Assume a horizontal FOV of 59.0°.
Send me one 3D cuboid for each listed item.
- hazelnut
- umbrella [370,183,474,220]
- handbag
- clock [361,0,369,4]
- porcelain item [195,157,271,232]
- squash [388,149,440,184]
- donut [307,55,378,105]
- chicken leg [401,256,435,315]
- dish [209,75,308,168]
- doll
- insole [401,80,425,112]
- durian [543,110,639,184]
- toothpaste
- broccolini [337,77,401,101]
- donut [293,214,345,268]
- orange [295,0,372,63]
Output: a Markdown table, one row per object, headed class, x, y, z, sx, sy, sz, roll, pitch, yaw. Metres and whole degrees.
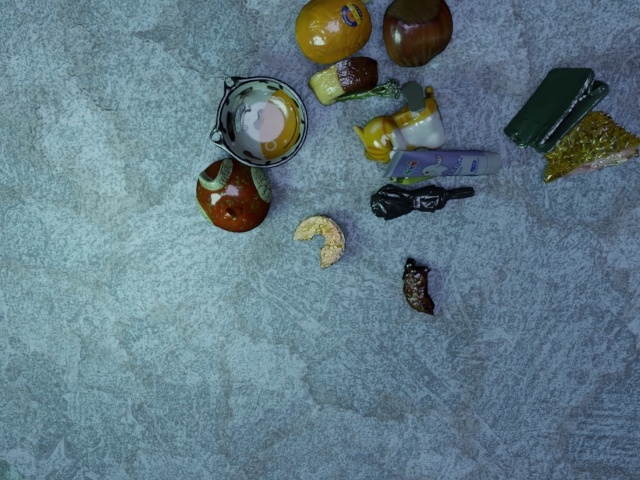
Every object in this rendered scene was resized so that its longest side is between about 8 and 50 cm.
| class | x | y | z | sx | sy | sz | roll | pitch | yaw |
| --- | --- | --- | --- | --- | --- | --- | --- | --- | --- |
| hazelnut | 0.271 | -0.613 | 1.635 | 0.210 | 0.210 | 0.186 | -33 | 80 | 10 |
| umbrella | 0.328 | -0.135 | 1.815 | 0.341 | 0.118 | 0.117 | -10 | 107 | -6 |
| handbag | 0.679 | -0.378 | 1.654 | 0.079 | 0.247 | 0.260 | 33 | 103 | -15 |
| clock | 0.138 | -0.805 | 1.610 | 0.232 | 0.069 | 0.170 | -42 | 117 | 12 |
| porcelain item | -0.273 | -0.130 | 1.753 | 0.253 | 0.253 | 0.252 | 0 | 107 | 1 |
| squash | 0.297 | -0.220 | 1.799 | 0.200 | 0.075 | 0.090 | -20 | 126 | -15 |
| donut | 0.065 | -0.469 | 1.679 | 0.217 | 0.141 | 0.085 | -18 | 89 | 19 |
| chicken leg | 0.331 | 0.161 | 1.919 | 0.105 | 0.063 | 0.233 | -7 | 109 | 8 |
| dish | -0.178 | -0.364 | 1.736 | 0.304 | 0.120 | 0.302 | 0 | 105 | 0 |
| doll | 0.255 | -0.332 | 1.721 | 0.270 | 0.162 | 0.166 | -24 | 125 | 3 |
| insole | 0.277 | -0.428 | 1.680 | 0.063 | 0.191 | 0.010 | -20 | 129 | 14 |
| durian | 0.821 | -0.312 | 1.754 | 0.305 | 0.185 | 0.195 | -16 | 83 | 14 |
| toothpaste | 0.374 | -0.236 | 1.734 | 0.372 | 0.079 | 0.125 | -2 | 150 | -17 |
| broccolini | 0.139 | -0.453 | 1.738 | 0.216 | 0.058 | 0.067 | -6 | 110 | 4 |
| donut | 0.007 | -0.009 | 1.867 | 0.146 | 0.078 | 0.181 | -43 | 95 | 11 |
| orange | 0.035 | -0.605 | 1.612 | 0.219 | 0.219 | 0.193 | -35 | 96 | 10 |
